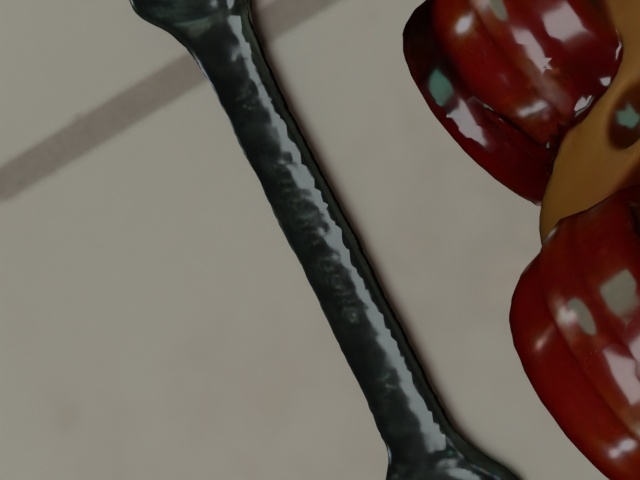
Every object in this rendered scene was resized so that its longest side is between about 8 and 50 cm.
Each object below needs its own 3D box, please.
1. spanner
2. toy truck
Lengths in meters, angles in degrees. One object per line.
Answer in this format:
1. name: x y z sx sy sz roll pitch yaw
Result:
1. spanner: 0.000 0.000 0.667 0.054 0.015 0.254 -29 84 28
2. toy truck: 0.172 -0.010 0.503 0.189 0.239 0.265 -42 37 25
